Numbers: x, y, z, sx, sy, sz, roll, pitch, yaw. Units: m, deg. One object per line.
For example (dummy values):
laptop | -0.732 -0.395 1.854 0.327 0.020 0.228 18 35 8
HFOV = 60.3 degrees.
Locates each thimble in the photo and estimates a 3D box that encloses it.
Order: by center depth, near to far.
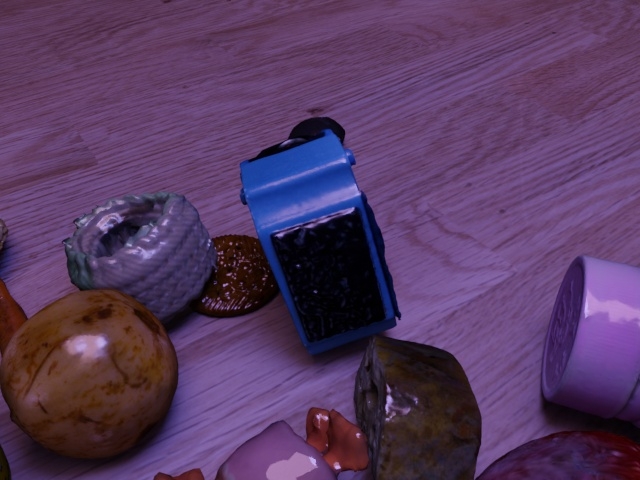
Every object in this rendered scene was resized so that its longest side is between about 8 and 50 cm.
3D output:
thimble | -0.280 0.023 0.874 0.218 0.150 0.219 -11 40 10

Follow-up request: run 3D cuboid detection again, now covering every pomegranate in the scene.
pomegranate | -0.296 0.174 0.712 0.215 0.216 0.215 0 43 0

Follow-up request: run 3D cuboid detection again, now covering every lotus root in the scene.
lotus root | 0.108 0.199 0.668 0.118 0.138 0.235 7 13 -4

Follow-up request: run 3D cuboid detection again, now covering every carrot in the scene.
carrot | -0.500 0.116 0.876 0.057 0.057 0.224 -28 47 -26

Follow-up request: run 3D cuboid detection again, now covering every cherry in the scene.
cherry | 0.268 0.295 0.589 0.249 0.175 0.192 -4 32 12

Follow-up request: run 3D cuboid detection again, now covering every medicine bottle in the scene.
medicine bottle | 0.477 0.155 0.710 0.325 0.212 0.212 13 45 13

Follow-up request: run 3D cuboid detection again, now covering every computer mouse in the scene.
computer mouse | -0.008 -0.217 1.211 0.121 0.074 0.217 9 45 9

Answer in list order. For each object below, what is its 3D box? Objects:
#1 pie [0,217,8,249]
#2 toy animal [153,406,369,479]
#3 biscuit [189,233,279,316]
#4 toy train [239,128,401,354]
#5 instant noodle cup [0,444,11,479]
pie | -0.694 0.024 0.898 0.339 0.083 0.339 -7 24 3
toy animal | -0.082 0.304 0.598 0.281 0.195 0.169 -18 85 -23
biscuit | -0.158 0.055 0.953 0.187 0.027 0.188 0 43 0
toy train | 0.000 0.000 0.820 0.187 0.301 0.265 -19 31 0
instant noodle cup | -0.498 0.251 0.578 0.325 0.254 0.326 -1 42 0
